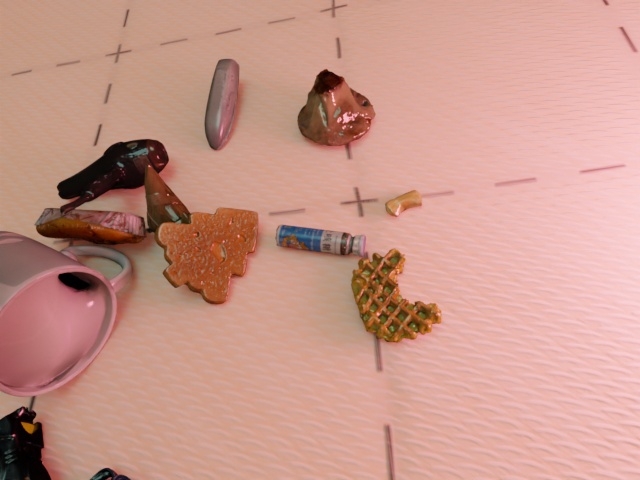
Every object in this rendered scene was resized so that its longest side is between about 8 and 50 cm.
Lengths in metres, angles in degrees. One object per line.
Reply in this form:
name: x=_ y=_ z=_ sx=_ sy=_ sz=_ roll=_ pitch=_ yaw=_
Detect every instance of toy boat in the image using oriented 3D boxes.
toy boat: x=-0.260 y=-0.360 z=1.195 sx=0.078 sy=0.085 sz=0.261 roll=1 pitch=73 yaw=13

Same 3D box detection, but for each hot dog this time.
hot dog: x=-0.528 y=-0.032 z=1.019 sx=0.267 sy=0.144 sz=0.075 roll=5 pitch=86 yaw=21

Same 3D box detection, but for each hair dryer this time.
hair dryer: x=-0.529 y=-0.123 z=1.016 sx=0.303 sy=0.120 sz=0.360 roll=-16 pitch=24 yaw=8

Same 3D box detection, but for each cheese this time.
cheese: x=0.183 y=-0.078 z=0.973 sx=0.083 sy=0.030 sz=0.044 roll=-25 pitch=53 yaw=-10

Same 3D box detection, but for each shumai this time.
shumai: x=0.033 y=-0.334 z=1.093 sx=0.201 sy=0.120 sz=0.202 roll=-5 pitch=58 yaw=7

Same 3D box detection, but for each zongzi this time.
zongzi: x=-0.310 y=-0.064 z=0.980 sx=0.188 sy=0.178 sz=0.081 roll=26 pitch=43 yaw=22

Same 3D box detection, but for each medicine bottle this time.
medicine bottle: x=0.000 y=0.000 z=0.954 sx=0.190 sy=0.051 sz=0.051 roll=6 pitch=63 yaw=15

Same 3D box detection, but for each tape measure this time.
tape measure: x=-0.589 y=0.430 z=0.800 sx=0.186 sy=0.112 sz=0.199 roll=-30 pitch=54 yaw=-14

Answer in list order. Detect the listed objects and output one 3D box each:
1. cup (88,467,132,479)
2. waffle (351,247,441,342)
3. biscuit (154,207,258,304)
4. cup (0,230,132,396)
cup: x=-0.379 y=0.460 z=0.739 sx=0.138 sy=0.113 sz=0.150 roll=-32 pitch=62 yaw=-9
waffle: x=0.141 y=0.106 z=0.868 sx=0.148 sy=0.051 sz=0.194 roll=-16 pitch=55 yaw=2
biscuit: x=-0.228 y=0.014 z=0.963 sx=0.238 sy=0.041 sz=0.212 roll=-40 pitch=89 yaw=-21
cup: x=-0.580 y=0.102 z=0.922 sx=0.274 sy=0.260 sz=0.356 roll=21 pitch=36 yaw=21
